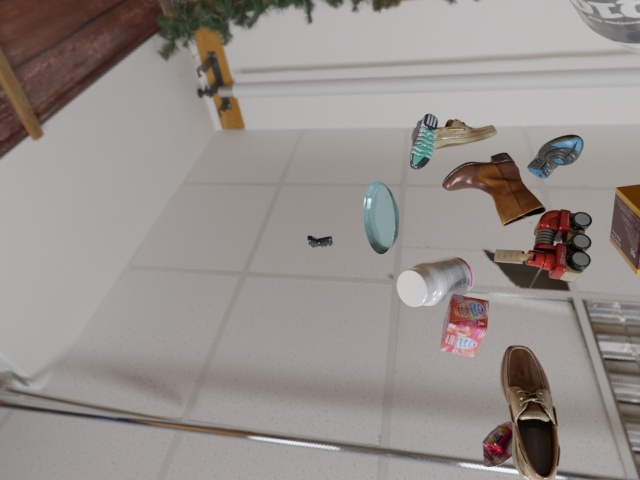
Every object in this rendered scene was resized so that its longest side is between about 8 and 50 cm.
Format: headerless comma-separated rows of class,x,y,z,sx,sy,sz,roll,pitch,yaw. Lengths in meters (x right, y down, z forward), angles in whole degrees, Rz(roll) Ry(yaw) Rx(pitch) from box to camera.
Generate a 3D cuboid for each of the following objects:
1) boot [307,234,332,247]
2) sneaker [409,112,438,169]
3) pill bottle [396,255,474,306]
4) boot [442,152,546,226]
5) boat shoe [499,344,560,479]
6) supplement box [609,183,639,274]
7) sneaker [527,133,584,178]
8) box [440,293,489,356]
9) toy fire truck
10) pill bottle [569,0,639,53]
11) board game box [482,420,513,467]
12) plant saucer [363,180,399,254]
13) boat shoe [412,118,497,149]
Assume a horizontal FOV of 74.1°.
boot,0.000,0.000,1.888,0.099,0.121,0.045,-9,-109,11
sneaker,0.379,-0.366,1.612,0.083,0.098,0.223,23,-99,-17
pill bottle,0.427,0.153,1.577,0.283,0.160,0.160,-8,-144,-39
boot,0.595,-0.156,1.488,0.264,0.096,0.280,-15,-125,6
boat shoe,0.519,0.414,1.033,0.123,0.116,0.324,-6,-116,11
supplement box,0.949,-0.037,1.218,0.129,0.194,0.191,-7,-150,14
sneaker,0.936,-0.362,1.679,0.125,0.341,0.139,36,-92,6
box,0.518,0.313,1.538,0.128,0.256,0.122,9,-124,13
toy fire truck,0.712,0.013,1.374,0.247,0.158,0.216,11,-115,16
pill bottle,0.378,-0.346,0.471,0.361,0.204,0.204,-2,-150,-45
board game box,0.518,0.580,1.239,0.033,0.133,0.169,46,-159,4
plant saucer,0.263,-0.098,1.815,0.044,0.317,0.317,-6,-138,-16
boat shoe,0.542,-0.436,1.706,0.341,0.110,0.121,-11,-173,-5
